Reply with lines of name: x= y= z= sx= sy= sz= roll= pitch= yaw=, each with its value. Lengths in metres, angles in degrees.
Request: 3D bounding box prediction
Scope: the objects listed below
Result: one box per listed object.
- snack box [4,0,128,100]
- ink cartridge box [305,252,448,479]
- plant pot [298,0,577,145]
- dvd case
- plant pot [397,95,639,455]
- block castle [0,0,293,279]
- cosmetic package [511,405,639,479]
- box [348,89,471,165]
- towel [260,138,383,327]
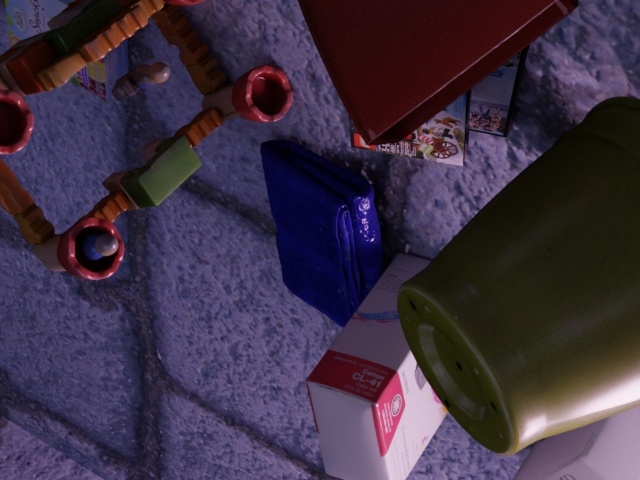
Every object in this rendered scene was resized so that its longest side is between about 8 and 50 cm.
snack box: x=-0.412 y=-0.346 z=2.156 sx=0.207 sy=0.070 sz=0.174 roll=29 pitch=144 yaw=18
ink cartridge box: x=0.118 y=0.203 z=2.058 sx=0.131 sy=0.306 sz=0.226 roll=16 pitch=138 yaw=29
plant pot: x=0.107 y=-0.279 z=1.479 sx=0.267 sy=0.267 sz=0.236 roll=-37 pitch=87 yaw=12
dvd case: x=0.171 y=-0.226 z=1.710 sx=0.180 sy=0.022 sz=0.253 roll=12 pitch=150 yaw=7
plant pot: x=0.297 y=0.072 z=1.604 sx=0.366 sy=0.353 sz=0.366 roll=53 pitch=164 yaw=22
block castle: x=-0.272 y=-0.187 z=1.880 sx=0.213 sy=0.453 sz=0.303 roll=-4 pitch=125 yaw=53
cosmetic package: x=0.540 y=0.462 z=2.076 sx=0.453 sy=0.161 sz=0.230 roll=42 pitch=145 yaw=-1
box: x=0.115 y=-0.191 z=1.729 sx=0.159 sy=0.044 sz=0.233 roll=10 pitch=150 yaw=10
towel: x=0.000 y=0.000 z=2.120 sx=0.227 sy=0.076 sz=0.308 roll=28 pitch=144 yaw=33
